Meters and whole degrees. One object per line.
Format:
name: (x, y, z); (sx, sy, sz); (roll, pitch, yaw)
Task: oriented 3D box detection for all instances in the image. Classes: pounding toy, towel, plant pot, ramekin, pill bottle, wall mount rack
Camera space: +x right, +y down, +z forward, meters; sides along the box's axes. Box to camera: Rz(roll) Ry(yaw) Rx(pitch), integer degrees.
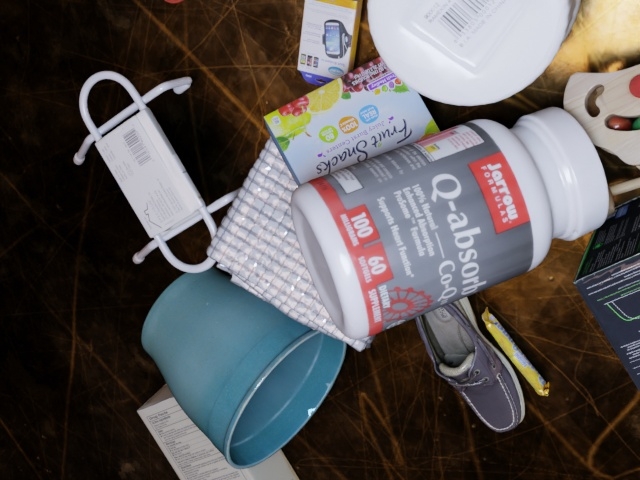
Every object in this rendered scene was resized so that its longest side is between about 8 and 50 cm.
pounding toy: (0.423, -0.167, 1.281); (0.269, 0.155, 0.154); (-43, 61, 24)
towel: (0.000, 0.000, 1.488); (0.283, 0.121, 0.235); (30, 99, 10)
plant pot: (-0.142, 0.183, 1.604); (0.255, 0.271, 0.272); (35, 123, 25)
ramekin: (0.191, -0.307, 1.262); (0.277, 0.135, 0.277); (7, 120, 12)
pill bottle: (0.162, -0.032, 1.261); (0.362, 0.210, 0.210); (-22, 105, -9)
wall mount rack: (-0.283, -0.098, 1.612); (0.304, 0.130, 0.350); (-28, 93, 29)

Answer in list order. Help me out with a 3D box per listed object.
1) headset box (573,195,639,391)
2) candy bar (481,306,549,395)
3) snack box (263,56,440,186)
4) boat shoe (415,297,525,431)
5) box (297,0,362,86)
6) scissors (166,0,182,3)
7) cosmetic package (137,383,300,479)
headset box: (0.469, 0.097, 1.270); (0.131, 0.246, 0.283); (-29, 99, 32)
candy bar: (0.295, 0.170, 1.506); (0.018, 0.040, 0.161); (-38, 94, 23)
snack box: (0.052, -0.139, 1.384); (0.207, 0.070, 0.174); (-27, 80, -3)
boat shoe: (0.217, 0.181, 1.516); (0.102, 0.092, 0.285); (-22, 101, 31)
box: (0.012, -0.293, 1.446); (0.081, 0.028, 0.136); (18, 121, 18)
scissors: (-0.155, -0.467, 1.455); (0.297, 0.021, 0.109); (-33, 93, 32)
cosmetic package: (-0.172, 0.387, 1.782); (0.160, 0.113, 0.309); (-24, 99, 31)
